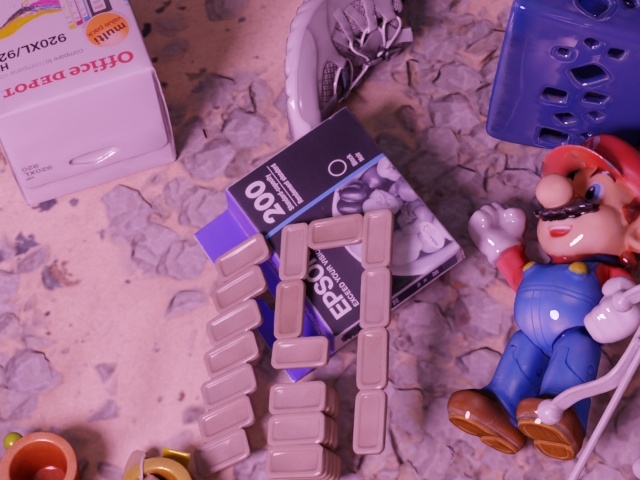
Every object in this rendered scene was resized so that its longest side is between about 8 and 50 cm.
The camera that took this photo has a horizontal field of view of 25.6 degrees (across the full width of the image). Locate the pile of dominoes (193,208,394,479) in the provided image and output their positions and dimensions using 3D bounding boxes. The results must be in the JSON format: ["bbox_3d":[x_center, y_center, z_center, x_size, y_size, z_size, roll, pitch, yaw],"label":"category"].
[{"bbox_3d":[-0.018,0.103,1.330,0.196,0.040,0.251,-7,66,26],"label":"pile of dominoes"}]

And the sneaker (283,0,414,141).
[{"bbox_3d":[0.039,-0.222,1.499,0.115,0.105,0.281,16,63,12],"label":"sneaker"}]

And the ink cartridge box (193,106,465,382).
[{"bbox_3d":[0.000,0.000,1.390,0.208,0.045,0.206,-36,63,-2],"label":"ink cartridge box"}]

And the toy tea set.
[{"bbox_3d":[-0.271,0.243,1.247,0.336,0.124,0.200,10,62,10],"label":"toy tea set"}]

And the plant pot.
[{"bbox_3d":[0.307,-0.219,1.408,0.212,0.236,0.236,19,63,8],"label":"plant pot"}]

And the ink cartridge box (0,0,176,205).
[{"bbox_3d":[-0.269,-0.191,1.471,0.171,0.168,0.233,-19,61,-7],"label":"ink cartridge box"}]

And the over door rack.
[{"bbox_3d":[0.279,0.231,1.164,0.239,0.108,0.324,30,74,-18],"label":"over door rack"}]

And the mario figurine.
[{"bbox_3d":[0.212,0.029,1.306,0.198,0.170,0.321,17,64,16],"label":"mario figurine"}]
